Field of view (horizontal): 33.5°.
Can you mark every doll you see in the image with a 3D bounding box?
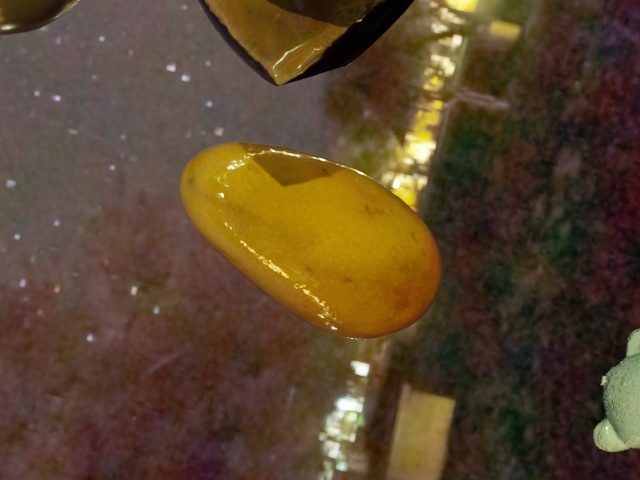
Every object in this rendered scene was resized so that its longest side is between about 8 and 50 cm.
[{"bbox_3d":[0.339,0.157,0.955,0.075,0.179,0.120,29,-99,-58],"label":"doll"}]

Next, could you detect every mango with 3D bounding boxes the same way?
[{"bbox_3d":[0.000,0.000,0.799,0.113,0.253,0.138,-40,46,27],"label":"mango"}]

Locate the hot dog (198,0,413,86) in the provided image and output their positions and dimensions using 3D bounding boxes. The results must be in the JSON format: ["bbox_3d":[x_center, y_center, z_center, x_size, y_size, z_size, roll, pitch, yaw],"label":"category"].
[{"bbox_3d":[-0.044,-0.225,0.374,0.194,0.326,0.107,-31,6,21],"label":"hot dog"}]

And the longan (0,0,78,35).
[{"bbox_3d":[-0.255,-0.258,0.807,0.198,0.198,0.212,-11,-98,-86],"label":"longan"}]
